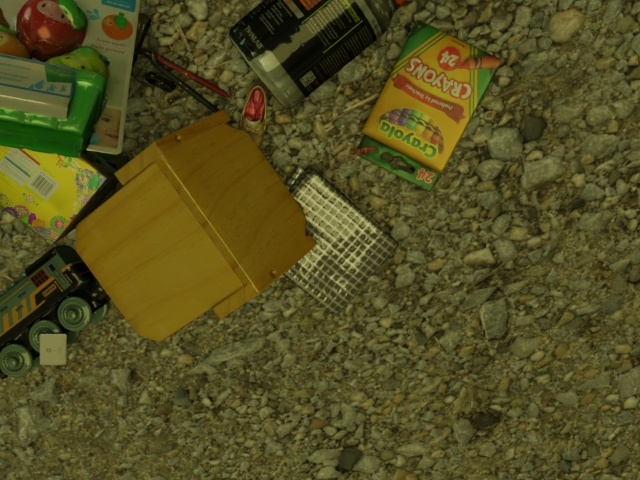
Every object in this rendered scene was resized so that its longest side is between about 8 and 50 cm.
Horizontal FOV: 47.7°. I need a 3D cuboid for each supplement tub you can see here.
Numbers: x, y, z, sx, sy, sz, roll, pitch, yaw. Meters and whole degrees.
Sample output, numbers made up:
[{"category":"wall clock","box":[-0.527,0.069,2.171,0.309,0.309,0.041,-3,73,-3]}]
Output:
[{"category":"supplement tub","box":[-0.002,-0.450,1.484,0.338,0.207,0.207,-38,102,5]}]

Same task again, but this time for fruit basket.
[{"category":"fruit basket","box":[-0.494,-0.336,1.269,0.327,0.165,0.353,9,74,-18]}]

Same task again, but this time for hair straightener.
[{"category":"hair straightener","box":[-0.311,-0.329,1.542,0.230,0.047,0.089,26,101,-31]}]

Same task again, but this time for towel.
[{"category":"towel","box":[0.000,0.000,1.629,0.283,0.121,0.235,39,97,-11]}]

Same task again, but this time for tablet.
[{"category":"tablet","box":[-0.578,0.236,1.565,0.054,0.006,0.083,2,118,-17]}]

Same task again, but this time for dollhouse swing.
[{"category":"dollhouse swing","box":[-0.266,-0.016,1.509,0.305,0.315,0.347,-33,95,40]}]

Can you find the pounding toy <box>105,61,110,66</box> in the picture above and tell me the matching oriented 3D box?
[{"category":"pounding toy","box":[-0.486,-0.373,1.431,0.155,0.154,0.269,19,101,-3]}]

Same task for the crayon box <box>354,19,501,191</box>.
[{"category":"crayon box","box":[0.228,-0.287,1.577,0.202,0.081,0.318,27,100,6]}]

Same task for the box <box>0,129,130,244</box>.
[{"category":"box","box":[-0.572,-0.171,1.473,0.290,0.279,0.177,40,96,-12]}]

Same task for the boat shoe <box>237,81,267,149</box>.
[{"category":"boat shoe","box":[-0.150,-0.262,1.591,0.063,0.059,0.170,6,102,-5]}]

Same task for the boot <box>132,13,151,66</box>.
[{"category":"boot","box":[-0.482,-0.443,1.524,0.208,0.076,0.190,24,100,-10]}]

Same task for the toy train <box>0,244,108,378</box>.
[{"category":"toy train","box":[-0.630,0.162,1.625,0.334,0.142,0.190,-37,90,7]}]
